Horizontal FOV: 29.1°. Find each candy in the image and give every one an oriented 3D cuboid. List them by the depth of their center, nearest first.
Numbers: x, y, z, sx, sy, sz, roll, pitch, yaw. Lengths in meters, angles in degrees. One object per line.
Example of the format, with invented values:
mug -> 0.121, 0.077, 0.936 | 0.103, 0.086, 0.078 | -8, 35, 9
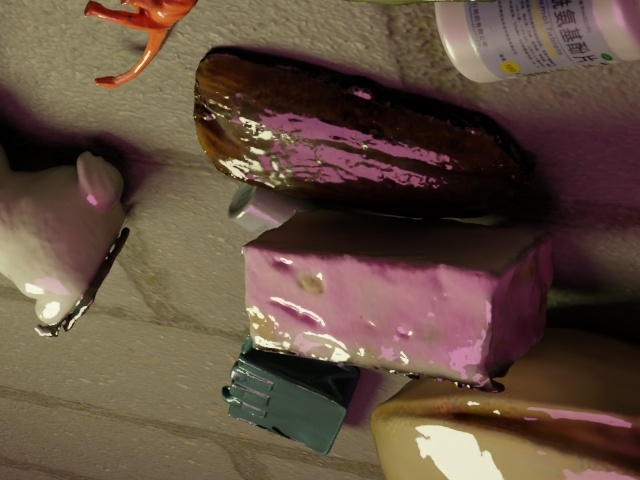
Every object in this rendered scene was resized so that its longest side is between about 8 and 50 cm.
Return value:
candy -> 0.071, 0.046, 1.142 | 0.265, 0.155, 0.115 | 6, 111, 28

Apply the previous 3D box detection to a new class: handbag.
handbag -> -0.047, 0.208, 1.687 | 0.179, 0.062, 0.229 | 21, 152, 4

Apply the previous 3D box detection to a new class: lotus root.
lotus root -> 0.029, -0.073, 1.135 | 0.330, 0.078, 0.167 | 14, 152, 12

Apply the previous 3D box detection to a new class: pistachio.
pistachio -> 0.263, 0.239, 1.309 | 0.446, 0.281, 0.365 | 3, 159, 35

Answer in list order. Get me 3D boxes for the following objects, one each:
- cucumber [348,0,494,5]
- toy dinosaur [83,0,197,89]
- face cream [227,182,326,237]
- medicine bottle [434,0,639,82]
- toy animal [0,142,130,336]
cucumber -> 0.056, -0.235, 0.812 | 0.325, 0.105, 0.145 | 1, 148, 36
toy dinosaur -> -0.148, -0.200, 1.047 | 0.101, 0.055, 0.280 | 11, 157, -34
face cream -> 0.000, 0.000, 1.300 | 0.198, 0.057, 0.084 | 31, 152, -22
medicine bottle -> 0.180, -0.169, 0.844 | 0.187, 0.102, 0.103 | -3, 144, 37
toy animal -> -0.362, -0.048, 1.332 | 0.310, 0.182, 0.247 | 35, 144, -15
